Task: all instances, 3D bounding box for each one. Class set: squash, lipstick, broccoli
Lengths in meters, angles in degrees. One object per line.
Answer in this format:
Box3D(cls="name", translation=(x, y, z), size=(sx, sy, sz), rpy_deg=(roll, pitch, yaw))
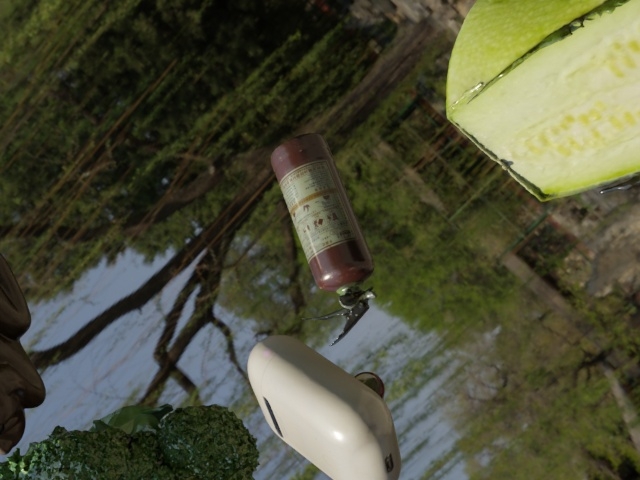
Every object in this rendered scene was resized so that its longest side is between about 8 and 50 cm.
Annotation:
Box3D(cls="squash", translation=(0.308, -0.152, 0.609), size=(0.233, 0.210, 0.308), rpy_deg=(33, 165, -37))
Box3D(cls="lipstick", translation=(0.108, 0.367, 1.633), size=(0.080, 0.080, 0.241), rpy_deg=(50, 167, 25))
Box3D(cls="broccoli", translation=(-0.265, 0.386, 1.032), size=(0.321, 0.413, 0.310), rpy_deg=(62, -171, -1))

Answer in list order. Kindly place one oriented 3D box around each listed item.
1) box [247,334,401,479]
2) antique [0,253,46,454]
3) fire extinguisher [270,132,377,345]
Box3D(cls="box", translation=(0.006, 0.352, 1.447), size=(0.349, 0.141, 0.289), rpy_deg=(28, 148, 37))
Box3D(cls="antique", translation=(-0.415, 0.129, 0.842), size=(0.143, 0.121, 0.257), rpy_deg=(-68, -32, -80))
Box3D(cls="fire extinguisher", translation=(0.000, 0.000, 0.811), size=(0.071, 0.099, 0.231), rpy_deg=(24, -136, -67))
